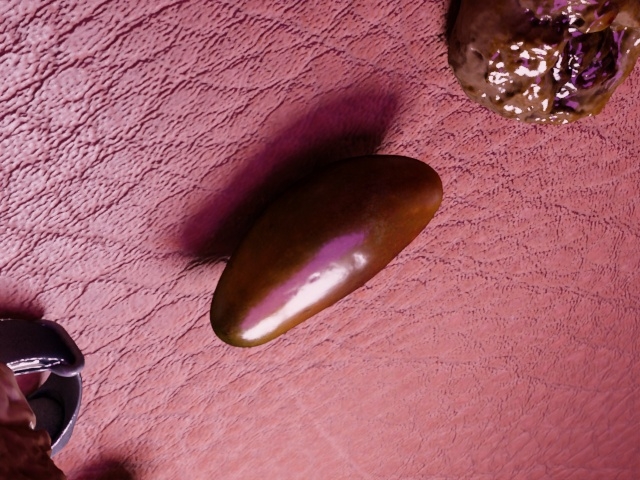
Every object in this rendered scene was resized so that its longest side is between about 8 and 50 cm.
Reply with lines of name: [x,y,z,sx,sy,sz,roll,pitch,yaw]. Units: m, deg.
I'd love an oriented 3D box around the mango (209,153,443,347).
mango: [0.000,0.000,1.445,0.267,0.111,0.133,-37,164,-16]

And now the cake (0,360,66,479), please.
cake: [-0.351,0.195,1.058,0.282,0.290,0.255,-38,150,24]

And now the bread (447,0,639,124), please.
bread: [0.230,-0.206,1.466,0.230,0.123,0.230,-33,148,-24]

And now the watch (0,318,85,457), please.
watch: [-0.295,0.149,1.322,0.206,0.068,0.193,-33,148,-15]
